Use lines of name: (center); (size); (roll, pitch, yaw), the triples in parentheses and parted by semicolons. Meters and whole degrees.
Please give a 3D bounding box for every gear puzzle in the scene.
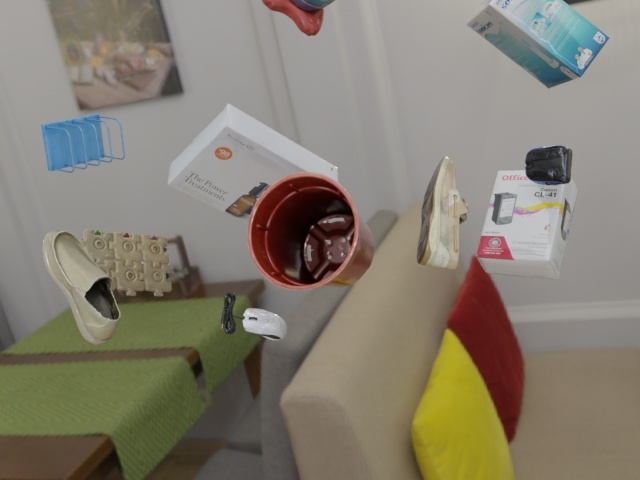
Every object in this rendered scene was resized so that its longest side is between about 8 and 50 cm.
gear puzzle: (-0.545, 0.060, 1.870); (0.338, 0.176, 0.044); (6, -23, -41)

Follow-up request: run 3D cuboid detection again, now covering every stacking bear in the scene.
stacking bear: (0.015, -0.642, 1.680); (0.289, 0.175, 0.164); (-30, 38, 49)

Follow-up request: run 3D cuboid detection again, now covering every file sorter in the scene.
file sorter: (-0.598, -0.247, 1.845); (0.104, 0.118, 0.170); (12, 24, 35)

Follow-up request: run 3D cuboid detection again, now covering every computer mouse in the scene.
computer mouse: (-0.164, 0.206, 1.882); (0.192, 0.106, 0.042); (17, -31, -25)

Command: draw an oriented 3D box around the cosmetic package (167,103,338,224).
cosmetic package: (-0.182, -0.176, 1.997); (0.284, 0.377, 0.098); (-39, 39, 34)

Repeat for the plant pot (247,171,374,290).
plant pot: (0.000, 0.000, 1.756); (0.272, 0.273, 0.265); (-7, -12, 18)

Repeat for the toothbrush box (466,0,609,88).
toothbrush box: (0.548, -0.538, 1.864); (0.126, 0.295, 0.216); (-55, 5, 1)

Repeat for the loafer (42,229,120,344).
loafer: (-0.500, 0.088, 1.557); (0.092, 0.269, 0.102); (-31, -5, 28)

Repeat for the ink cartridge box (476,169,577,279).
ink cartridge box: (0.615, -0.052, 2.162); (0.226, 0.131, 0.306); (3, 64, 35)

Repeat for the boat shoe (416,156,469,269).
boat shoe: (0.300, -0.065, 1.734); (0.098, 0.109, 0.302); (15, 57, -3)

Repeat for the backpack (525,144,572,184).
backpack: (0.611, -0.197, 1.938); (0.114, 0.105, 0.084); (1, -3, 36)
